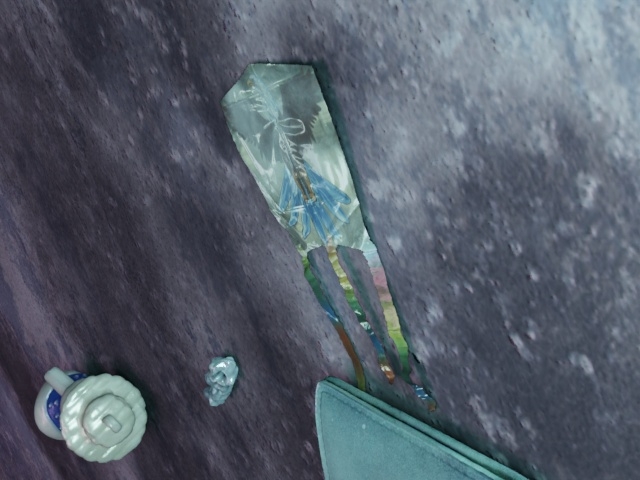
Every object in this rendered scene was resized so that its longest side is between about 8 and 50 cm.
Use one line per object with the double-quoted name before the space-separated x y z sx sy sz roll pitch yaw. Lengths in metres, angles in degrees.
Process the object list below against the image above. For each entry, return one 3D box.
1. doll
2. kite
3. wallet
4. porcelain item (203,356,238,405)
"doll" -0.328 0.237 1.487 0.138 0.119 0.293 59 157 -13
"kite" 0.002 -0.001 0.877 0.169 0.015 0.309 2 116 58
"wallet" 0.094 0.278 0.913 0.251 0.054 0.290 19 129 42
"porcelain item" -0.109 0.151 1.156 0.036 0.028 0.083 36 144 8
